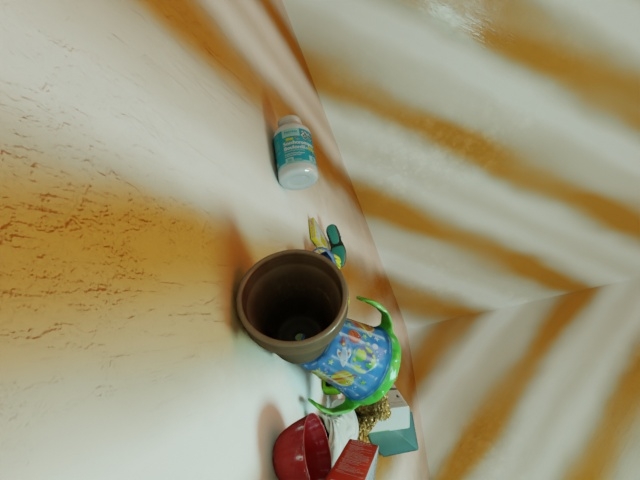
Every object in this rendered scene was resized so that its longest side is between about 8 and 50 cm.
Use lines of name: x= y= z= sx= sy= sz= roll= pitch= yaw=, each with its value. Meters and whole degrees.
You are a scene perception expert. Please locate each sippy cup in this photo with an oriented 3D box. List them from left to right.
sippy cup: x=0.069 y=0.322 z=1.344 sx=0.224 sy=0.240 sz=0.305 roll=29 pitch=46 yaw=-24

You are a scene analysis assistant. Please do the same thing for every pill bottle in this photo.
pill bottle: x=-0.097 y=-0.328 z=1.729 sx=0.146 sy=0.146 sz=0.263 roll=47 pitch=30 yaw=-63

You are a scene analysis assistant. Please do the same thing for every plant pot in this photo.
plant pot: x=-0.061 y=0.189 z=1.162 sx=0.229 sy=0.264 sz=0.262 roll=87 pitch=-2 yaw=-52
plant pot: x=0.287 y=0.786 z=1.988 sx=0.234 sy=0.166 sz=0.165 roll=52 pitch=25 yaw=-43

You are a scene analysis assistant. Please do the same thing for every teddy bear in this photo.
teddy bear: x=0.169 y=0.523 z=1.560 sx=0.245 sy=0.113 sz=0.337 roll=131 pitch=-19 yaw=-65

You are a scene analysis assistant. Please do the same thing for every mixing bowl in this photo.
mixing bowl: x=-0.049 y=0.500 z=1.083 sx=0.181 sy=0.098 sz=0.181 roll=-16 pitch=90 yaw=-77

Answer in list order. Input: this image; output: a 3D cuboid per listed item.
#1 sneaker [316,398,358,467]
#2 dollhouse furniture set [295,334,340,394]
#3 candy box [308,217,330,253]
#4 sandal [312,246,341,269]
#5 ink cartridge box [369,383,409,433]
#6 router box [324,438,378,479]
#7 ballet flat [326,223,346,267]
sneaker: x=0.038 y=0.540 z=1.370 sx=0.292 sy=0.108 sz=0.169 roll=-78 pitch=152 yaw=-60
dollhouse furniture set: x=0.037 y=0.326 z=1.510 sx=0.197 sy=0.152 sz=0.301 roll=-87 pitch=157 yaw=-52
candy box: x=0.000 y=0.000 z=1.999 sx=0.205 sy=0.027 sz=0.105 roll=57 pitch=19 yaw=-53
sandal: x=0.018 y=0.144 z=1.742 sx=0.138 sy=0.126 sz=0.317 roll=56 pitch=14 yaw=-44
ink cartridge box: x=0.217 y=0.607 z=1.744 sx=0.219 sy=0.161 sz=0.092 roll=-133 pitch=-141 yaw=-74
router box: x=0.055 y=0.681 z=1.084 sx=0.301 sy=0.082 sz=0.334 roll=18 pitch=79 yaw=-74
ballet flat: x=0.074 y=0.027 z=2.073 sx=0.074 sy=0.074 sz=0.203 roll=35 pitch=40 yaw=-70
